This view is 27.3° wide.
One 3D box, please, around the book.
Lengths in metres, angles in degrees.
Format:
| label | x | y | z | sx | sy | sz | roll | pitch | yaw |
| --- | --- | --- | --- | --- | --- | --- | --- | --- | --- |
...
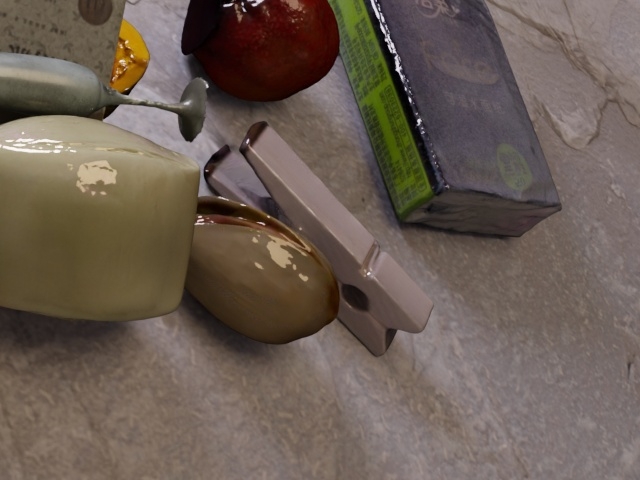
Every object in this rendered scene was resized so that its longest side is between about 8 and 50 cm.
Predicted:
| label | x | y | z | sx | sy | sz | roll | pitch | yaw |
| --- | --- | --- | --- | --- | --- | --- | --- | --- | --- |
| book | -0.316 | -0.154 | 1.344 | 0.217 | 0.021 | 0.310 | 13 | 85 | -38 |

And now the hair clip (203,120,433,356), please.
| label | x | y | z | sx | sy | sz | roll | pitch | yaw |
| --- | --- | --- | --- | --- | --- | --- | --- | --- | --- |
| hair clip | 0.002 | -0.002 | 1.634 | 0.331 | 0.101 | 0.085 | 45 | 34 | -13 |

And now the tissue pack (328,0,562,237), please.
| label | x | y | z | sx | sy | sz | roll | pitch | yaw |
| --- | --- | --- | --- | --- | --- | --- | --- | --- | --- |
| tissue pack | 0.177 | -0.205 | 1.951 | 0.288 | 0.124 | 0.394 | 7 | 57 | -44 |

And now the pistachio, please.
| label | x | y | z | sx | sy | sz | roll | pitch | yaw |
| --- | --- | --- | --- | --- | --- | --- | --- | --- | --- |
| pistachio | -0.075 | 0.034 | 1.490 | 0.215 | 0.144 | 0.144 | 32 | 42 | -14 |

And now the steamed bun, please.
| label | x | y | z | sx | sy | sz | roll | pitch | yaw |
| --- | --- | --- | --- | --- | --- | --- | --- | --- | --- |
| steamed bun | -0.231 | -0.018 | 1.299 | 0.250 | 0.155 | 0.200 | 3 | 102 | -39 |

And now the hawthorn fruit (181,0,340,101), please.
| label | x | y | z | sx | sy | sz | roll | pitch | yaw |
| --- | --- | --- | --- | --- | --- | --- | --- | --- | --- |
| hawthorn fruit | -0.065 | -0.264 | 1.722 | 0.251 | 0.190 | 0.189 | 37 | 36 | -51 |

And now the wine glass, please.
| label | x | y | z | sx | sy | sz | roll | pitch | yaw |
| --- | --- | --- | --- | --- | --- | --- | --- | --- | --- |
| wine glass | -0.240 | -0.151 | 1.350 | 0.262 | 0.074 | 0.074 | 5 | 58 | -36 |

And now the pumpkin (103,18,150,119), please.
| label | x | y | z | sx | sy | sz | roll | pitch | yaw |
| --- | --- | --- | --- | --- | --- | --- | --- | --- | --- |
| pumpkin | -0.289 | -0.177 | 1.457 | 0.184 | 0.107 | 0.119 | -13 | 68 | -33 |
